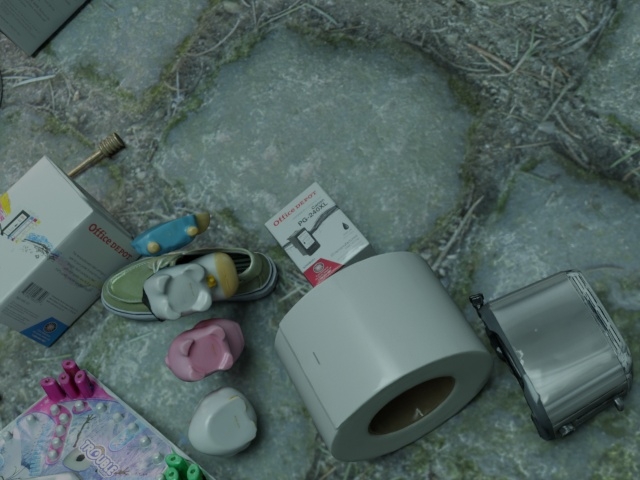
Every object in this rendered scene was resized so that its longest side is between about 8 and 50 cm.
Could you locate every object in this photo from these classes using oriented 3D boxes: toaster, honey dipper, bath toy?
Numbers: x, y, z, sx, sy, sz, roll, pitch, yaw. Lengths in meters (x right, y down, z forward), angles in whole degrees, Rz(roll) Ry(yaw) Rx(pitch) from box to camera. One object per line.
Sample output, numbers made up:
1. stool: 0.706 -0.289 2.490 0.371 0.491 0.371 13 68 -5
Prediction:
1. toaster: 0.310 0.139 1.253 0.146 0.129 0.227 -26 58 3
2. honey dipper: -0.427 -0.138 1.710 0.161 0.030 0.030 -33 59 6
3. bath toy: -0.174 0.139 1.382 0.151 0.129 0.348 -16 93 -28

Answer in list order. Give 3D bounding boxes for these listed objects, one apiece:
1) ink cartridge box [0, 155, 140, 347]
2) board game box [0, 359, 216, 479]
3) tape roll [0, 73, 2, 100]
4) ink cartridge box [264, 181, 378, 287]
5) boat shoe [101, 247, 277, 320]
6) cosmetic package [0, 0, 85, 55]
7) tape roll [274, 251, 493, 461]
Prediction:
1. ink cartridge box: -0.451 0.019 1.562 0.233 0.171 0.168 -45 60 -4
2. board game box: -0.402 0.371 1.329 0.390 0.050 0.390 -40 42 -23
3. tape roll: -0.817 -0.262 1.888 0.392 0.072 0.392 -8 63 16
4. ink cartridge box: 0.000 0.000 1.467 0.109 0.063 0.150 -40 59 -1
5. boat shoe: -0.220 0.054 1.504 0.302 0.094 0.109 -11 63 15
6. cosmetic package: -0.534 -0.582 1.883 0.217 0.156 0.385 38 84 32
7. tape roll: 0.082 0.155 1.260 0.246 0.246 0.169 -33 59 3
